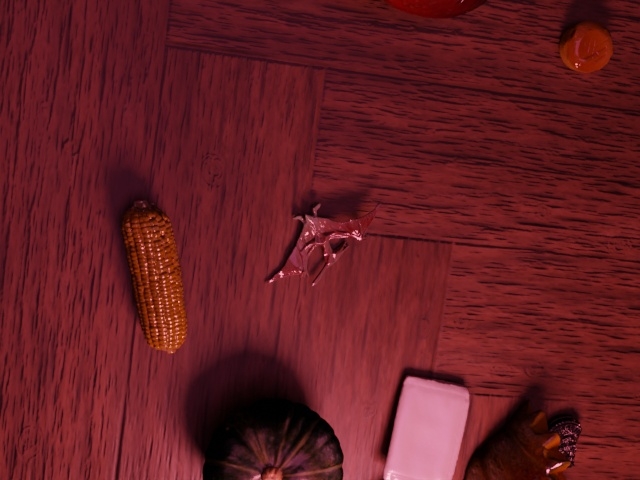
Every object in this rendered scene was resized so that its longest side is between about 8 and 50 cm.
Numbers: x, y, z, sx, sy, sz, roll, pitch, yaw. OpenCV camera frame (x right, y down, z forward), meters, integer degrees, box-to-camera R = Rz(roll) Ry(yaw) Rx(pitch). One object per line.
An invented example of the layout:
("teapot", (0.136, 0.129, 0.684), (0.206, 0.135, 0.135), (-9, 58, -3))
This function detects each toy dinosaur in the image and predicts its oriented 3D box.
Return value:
("toy dinosaur", (0.000, 0.000, 1.691), (0.220, 0.032, 0.108), (-32, 108, 3))

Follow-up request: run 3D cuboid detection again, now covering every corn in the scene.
("corn", (-0.247, 0.054, 1.618), (0.080, 0.080, 0.238), (-12, 103, -11))

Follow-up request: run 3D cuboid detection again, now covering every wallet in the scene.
("wallet", (0.174, 0.318, 1.769), (0.124, 0.032, 0.183), (13, 87, -13))

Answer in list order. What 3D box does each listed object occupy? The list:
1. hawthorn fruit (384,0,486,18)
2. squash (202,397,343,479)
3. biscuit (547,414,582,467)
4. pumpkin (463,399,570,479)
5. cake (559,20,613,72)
("hawthorn fruit", (0.194, -0.432, 1.592), (0.266, 0.210, 0.230), (18, 81, -29))
("squash", (-0.073, 0.346, 1.652), (0.218, 0.172, 0.218), (-1, 100, -6))
("biscuit", (0.416, 0.345, 1.840), (0.087, 0.027, 0.089), (-44, 104, -3))
("pumpkin", (0.322, 0.410, 1.776), (0.149, 0.130, 0.254), (-9, 102, -12))
("cake", (0.429, -0.313, 1.738), (0.084, 0.044, 0.084), (-3, 100, -14))
